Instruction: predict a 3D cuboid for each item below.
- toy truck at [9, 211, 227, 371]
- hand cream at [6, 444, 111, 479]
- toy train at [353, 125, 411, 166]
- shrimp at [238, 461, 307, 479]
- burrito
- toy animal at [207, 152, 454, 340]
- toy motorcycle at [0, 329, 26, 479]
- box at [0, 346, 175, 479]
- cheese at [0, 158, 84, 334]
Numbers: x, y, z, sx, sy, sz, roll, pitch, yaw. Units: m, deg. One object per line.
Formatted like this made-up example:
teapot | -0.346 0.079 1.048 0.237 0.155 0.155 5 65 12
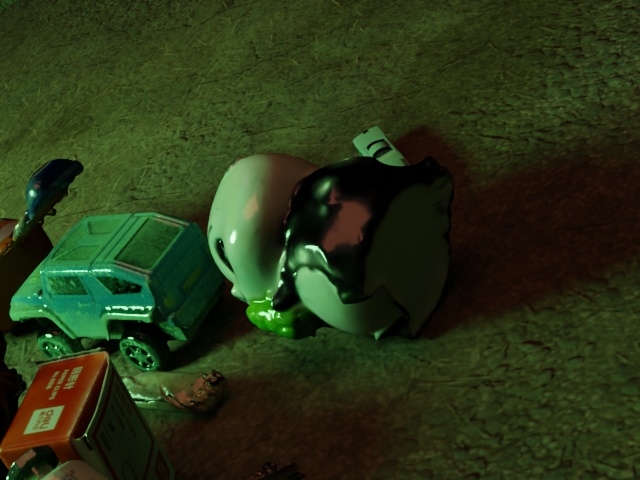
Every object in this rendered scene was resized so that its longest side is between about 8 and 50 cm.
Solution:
toy truck | -0.250 0.057 1.589 0.278 0.156 0.155 -1 39 37
hand cream | -0.151 0.299 1.105 0.336 0.076 0.121 39 77 27
toy train | 0.090 -0.090 1.639 0.043 0.047 0.207 -30 28 0
shrimp | -0.092 0.271 1.242 0.180 0.041 0.099 -33 31 -9
burrito | -0.179 0.172 1.470 0.171 0.042 0.051 0 43 35
toy animal | -0.003 0.009 1.411 0.266 0.213 0.212 0 40 33
toy motorcycle | -0.395 0.221 1.420 0.134 0.401 0.207 3 62 -20
box | -0.225 0.219 1.290 0.099 0.182 0.133 -13 31 17
cheese | -0.413 0.020 1.724 0.329 0.129 0.217 -50 5 34
